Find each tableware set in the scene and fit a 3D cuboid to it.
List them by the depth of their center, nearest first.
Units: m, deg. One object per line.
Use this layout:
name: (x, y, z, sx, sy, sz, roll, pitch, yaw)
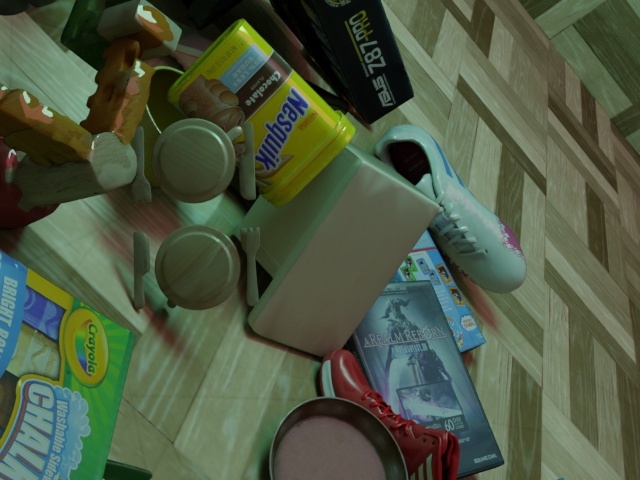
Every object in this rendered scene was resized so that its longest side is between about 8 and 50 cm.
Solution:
tableware set: (-0.125, -0.026, 0.988, 0.039, 0.128, 0.194, -7, 96, -88)

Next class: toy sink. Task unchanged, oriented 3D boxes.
toy sink: (0.000, 0.000, 1.163, 0.153, 0.234, 0.131, 25, 13, -43)

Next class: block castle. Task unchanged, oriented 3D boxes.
block castle: (-0.282, -0.268, 0.868, 0.303, 0.213, 0.453, 39, 55, -45)

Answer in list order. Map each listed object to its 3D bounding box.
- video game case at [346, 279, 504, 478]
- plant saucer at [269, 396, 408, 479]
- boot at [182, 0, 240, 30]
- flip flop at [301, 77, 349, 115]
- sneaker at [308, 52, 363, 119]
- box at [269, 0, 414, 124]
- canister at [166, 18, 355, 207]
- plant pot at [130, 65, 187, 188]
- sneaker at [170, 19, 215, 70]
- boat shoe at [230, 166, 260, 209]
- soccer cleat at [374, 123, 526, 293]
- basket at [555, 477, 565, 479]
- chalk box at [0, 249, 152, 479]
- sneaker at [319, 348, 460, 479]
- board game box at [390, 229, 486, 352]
video game case: (0.127, 0.181, 1.268, 0.196, 0.026, 0.274, -1, 64, -45)
plant saucer: (0.016, 0.250, 1.025, 0.168, 0.029, 0.168, 16, 55, -25)
boot: (-0.188, -0.413, 1.251, 0.260, 0.131, 0.348, 52, 0, -17)
flip flop: (-0.048, -0.181, 1.346, 0.112, 0.080, 0.277, 28, 21, 13)
sneaker: (0.048, -0.275, 1.607, 0.175, 0.064, 0.067, 53, 19, -11)
box: (-0.026, -0.385, 1.326, 0.318, 0.097, 0.395, 57, 0, 34)
canister: (-0.065, -0.137, 1.038, 0.170, 0.126, 0.073, 43, 7, -19)
plant pot: (-0.175, -0.111, 1.072, 0.134, 0.095, 0.134, 38, 34, -31)
sneaker: (-0.170, -0.235, 1.263, 0.134, 0.070, 0.051, 24, 42, 3)
boat shoe: (-0.078, -0.082, 1.221, 0.178, 0.064, 0.060, 40, 35, -22)
soccer cleat: (0.198, -0.043, 1.550, 0.331, 0.116, 0.143, 53, 24, 8)
basket: (0.334, 0.429, 1.158, 0.289, 0.201, 0.254, 69, 3, -63)
chalk box: (-0.251, 0.125, 0.640, 0.289, 0.180, 0.179, 38, 34, -27)
sneaker: (0.091, 0.211, 1.116, 0.087, 0.128, 0.221, -1, 63, -58)
board game box: (0.155, 0.077, 1.439, 0.160, 0.039, 0.211, -7, 66, -58)
